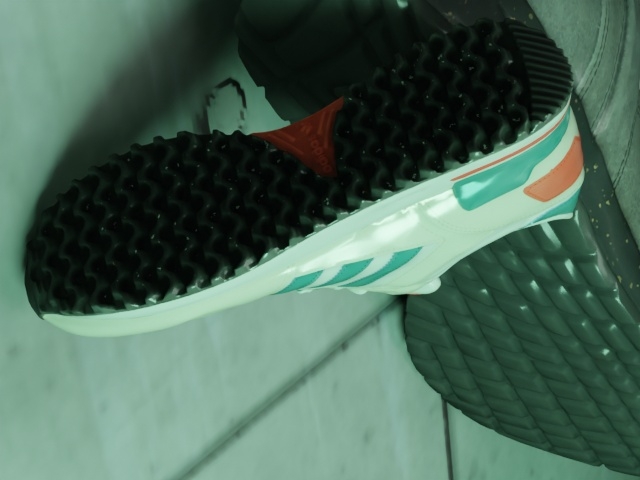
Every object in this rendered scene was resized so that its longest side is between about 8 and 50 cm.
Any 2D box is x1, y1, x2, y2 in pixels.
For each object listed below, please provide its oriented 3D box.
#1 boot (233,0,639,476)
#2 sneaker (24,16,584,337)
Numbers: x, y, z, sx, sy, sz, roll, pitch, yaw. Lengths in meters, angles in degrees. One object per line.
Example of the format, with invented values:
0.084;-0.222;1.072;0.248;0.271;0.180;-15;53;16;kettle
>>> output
0.104;-0.068;0.629;0.222;0.118;0.338;-65;149;-27;boot
0.000;0.000;0.470;0.075;0.161;0.057;61;8;-51;sneaker
